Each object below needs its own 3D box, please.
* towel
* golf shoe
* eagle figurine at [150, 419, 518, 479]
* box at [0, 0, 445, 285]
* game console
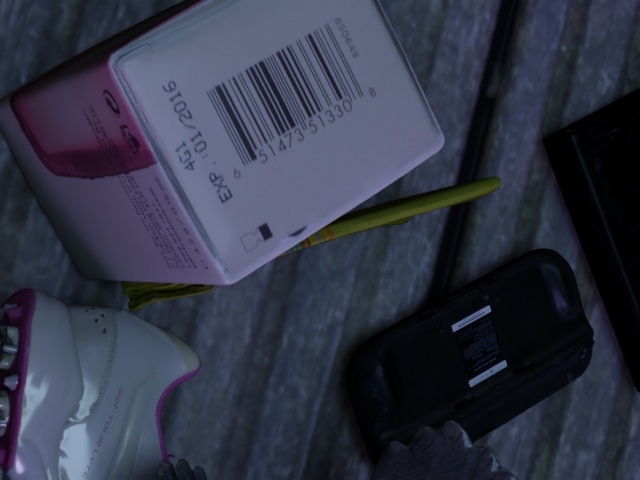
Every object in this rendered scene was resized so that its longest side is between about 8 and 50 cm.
[{"bbox_3d":[0.000,0.000,0.844,0.237,0.102,0.021,-17,94,-39],"label":"towel"},{"bbox_3d":[-0.140,0.185,0.794,0.140,0.115,0.306,8,88,-31],"label":"golf shoe"},{"bbox_3d":[-0.012,0.268,0.800,0.225,0.298,0.226,25,36,12],"label":"eagle figurine"},{"bbox_3d":[-0.067,-0.065,0.760,0.149,0.232,0.126,-34,104,-24],"label":"box"},{"bbox_3d":[0.169,0.038,0.993,0.361,0.044,0.213,-27,100,-26],"label":"game console"}]
